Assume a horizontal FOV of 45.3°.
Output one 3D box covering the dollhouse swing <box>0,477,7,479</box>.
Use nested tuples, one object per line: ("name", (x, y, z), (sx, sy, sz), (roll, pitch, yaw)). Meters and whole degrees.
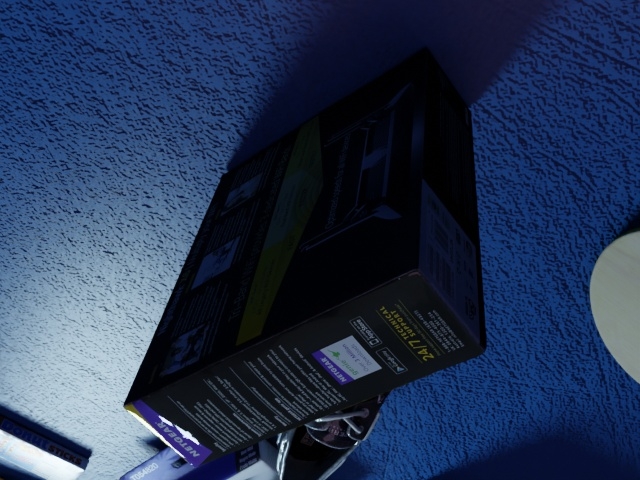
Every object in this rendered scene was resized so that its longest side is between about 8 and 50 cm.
("dollhouse swing", (-0.584, 0.500, 1.242), (0.347, 0.305, 0.315), (24, 169, -11))

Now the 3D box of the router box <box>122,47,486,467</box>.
("router box", (0.000, 0.000, 0.606), (0.243, 0.309, 0.081), (-27, 118, 27))

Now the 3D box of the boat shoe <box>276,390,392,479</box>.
("boat shoe", (0.021, 0.189, 0.882), (0.108, 0.102, 0.301), (24, 127, -10))

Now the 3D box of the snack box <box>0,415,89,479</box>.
("snack box", (-0.419, 0.290, 1.076), (0.178, 0.022, 0.064), (33, 126, -17))

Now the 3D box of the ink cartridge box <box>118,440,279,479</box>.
("ink cartridge box", (-0.127, 0.357, 1.042), (0.223, 0.045, 0.224), (-35, 111, 21))

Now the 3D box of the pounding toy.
("pounding toy", (0.380, 0.081, 0.735), (0.237, 0.110, 0.183), (65, 151, 4))
